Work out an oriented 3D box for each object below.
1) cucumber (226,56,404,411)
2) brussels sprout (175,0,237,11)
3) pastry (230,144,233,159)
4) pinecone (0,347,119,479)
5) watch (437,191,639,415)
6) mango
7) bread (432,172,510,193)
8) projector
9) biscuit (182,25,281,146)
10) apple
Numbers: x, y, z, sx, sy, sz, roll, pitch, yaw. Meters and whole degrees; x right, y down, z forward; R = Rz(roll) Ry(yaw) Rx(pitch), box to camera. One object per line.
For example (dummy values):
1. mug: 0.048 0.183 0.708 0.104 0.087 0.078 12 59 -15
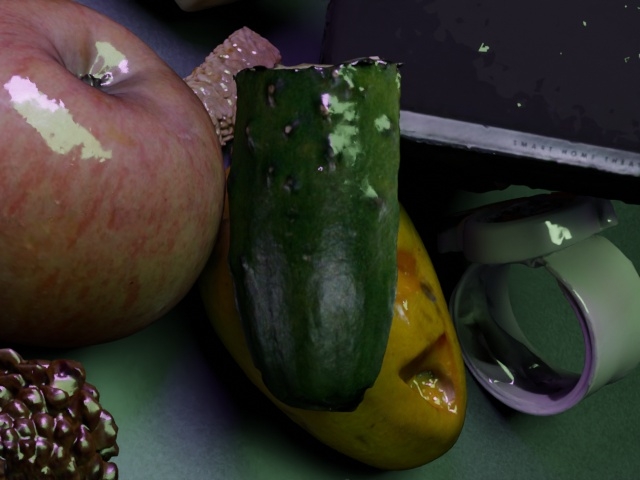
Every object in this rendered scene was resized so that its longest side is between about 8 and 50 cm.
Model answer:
1. cucumber: -0.002 0.000 1.235 0.145 0.105 0.325 -1 96 -22
2. brussels sprout: -0.132 -0.423 1.553 0.328 0.247 0.327 7 74 -23
3. pastry: -0.046 -0.102 1.545 0.140 0.056 0.080 -28 89 -49
4. pinecone: -0.251 0.175 1.146 0.179 0.195 0.150 -37 52 -8
5. watch: 0.244 0.064 1.570 0.196 0.244 0.231 -25 102 -39
6. mango: 0.017 0.072 1.414 0.365 0.182 0.253 57 42 -10
7. bread: 0.169 -0.160 1.631 0.142 0.224 0.211 -42 112 -37
8. projector: 0.213 -0.265 1.411 0.395 0.242 0.405 9 86 2
9. biscuit: -0.104 -0.160 1.527 0.082 0.070 0.168 39 49 1
10. apple: -0.238 -0.070 1.238 0.345 0.269 0.344 18 54 -26
